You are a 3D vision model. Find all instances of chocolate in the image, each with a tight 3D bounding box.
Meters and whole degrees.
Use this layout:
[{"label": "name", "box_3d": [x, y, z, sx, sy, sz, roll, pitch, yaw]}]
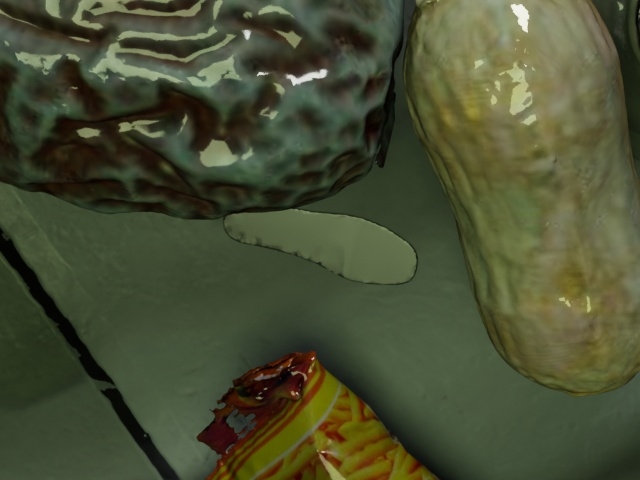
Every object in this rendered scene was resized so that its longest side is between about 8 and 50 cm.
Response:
[{"label": "chocolate", "box_3d": [0.134, -0.037, 1.076, 0.134, 0.134, 0.309, -14, 115, 11]}]

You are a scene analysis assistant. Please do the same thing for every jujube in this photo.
[{"label": "jujube", "box_3d": [-0.102, -0.125, 1.056, 0.317, 0.226, 0.226, 12, 109, -3]}]

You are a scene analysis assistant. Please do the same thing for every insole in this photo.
[{"label": "insole", "box_3d": [0.000, 0.000, 1.188, 0.135, 0.002, 0.045, 14, 108, 2]}]

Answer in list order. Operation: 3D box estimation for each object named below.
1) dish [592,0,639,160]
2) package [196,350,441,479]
[{"label": "dish", "box_3d": [0.229, -0.149, 1.072, 0.246, 0.078, 0.224, 34, 110, -5]}, {"label": "package", "box_3d": [0.014, 0.224, 1.210, 0.288, 0.108, 0.223, 44, 113, -1]}]
